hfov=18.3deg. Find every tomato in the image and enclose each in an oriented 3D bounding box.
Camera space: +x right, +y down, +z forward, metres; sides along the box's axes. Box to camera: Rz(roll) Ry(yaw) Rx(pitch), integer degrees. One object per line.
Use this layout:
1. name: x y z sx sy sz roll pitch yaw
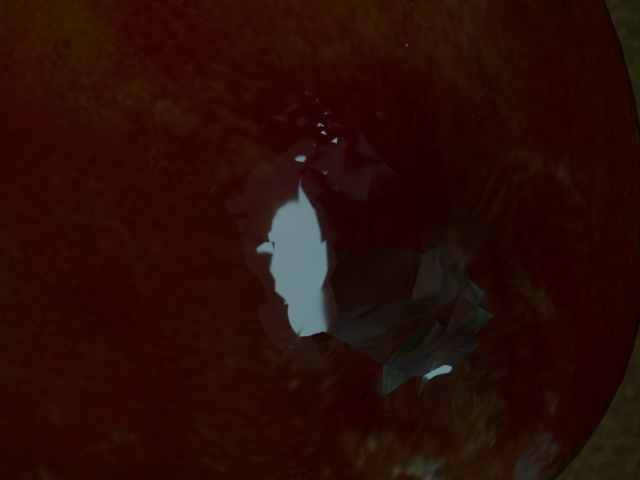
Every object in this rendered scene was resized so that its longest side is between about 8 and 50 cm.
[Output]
1. tomato: 0.000 0.000 0.519 0.233 0.139 0.200 -16 109 -20
